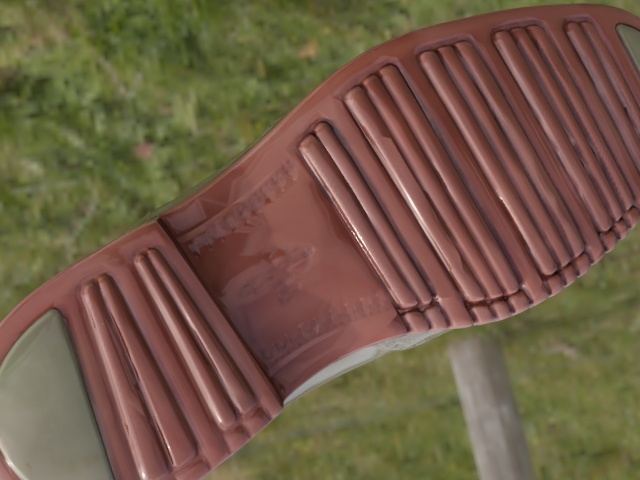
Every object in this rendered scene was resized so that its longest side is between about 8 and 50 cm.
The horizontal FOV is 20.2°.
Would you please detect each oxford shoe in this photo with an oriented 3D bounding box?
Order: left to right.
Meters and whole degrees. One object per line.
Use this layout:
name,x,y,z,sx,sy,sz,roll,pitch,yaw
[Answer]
oxford shoe,0.000,0.000,0.865,0.397,0.140,0.146,-26,-179,-19
